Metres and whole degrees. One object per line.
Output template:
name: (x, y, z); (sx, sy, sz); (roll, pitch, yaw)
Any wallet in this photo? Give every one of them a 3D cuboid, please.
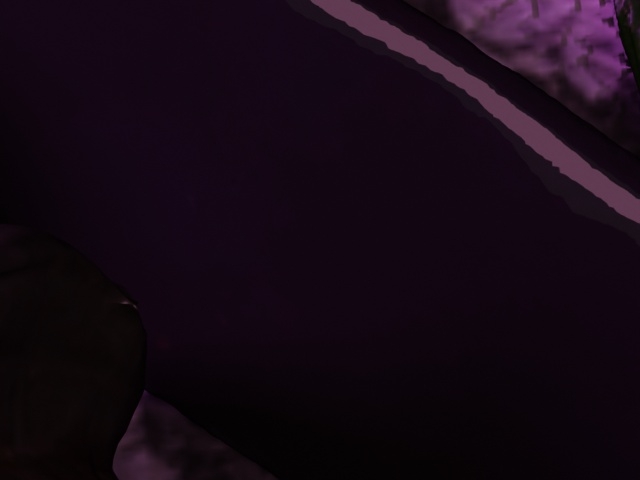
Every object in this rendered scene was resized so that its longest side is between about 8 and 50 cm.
wallet: (0.000, 0.000, 0.540); (0.285, 0.030, 0.146); (34, 109, 1)

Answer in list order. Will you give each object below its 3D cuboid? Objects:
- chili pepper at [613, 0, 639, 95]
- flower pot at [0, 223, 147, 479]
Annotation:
chili pepper: (0.121, -0.086, 0.568); (0.100, 0.074, 0.257); (-9, 78, -1)
flower pot: (-0.142, 0.147, 0.407); (0.301, 0.302, 0.213); (-23, 78, -6)
